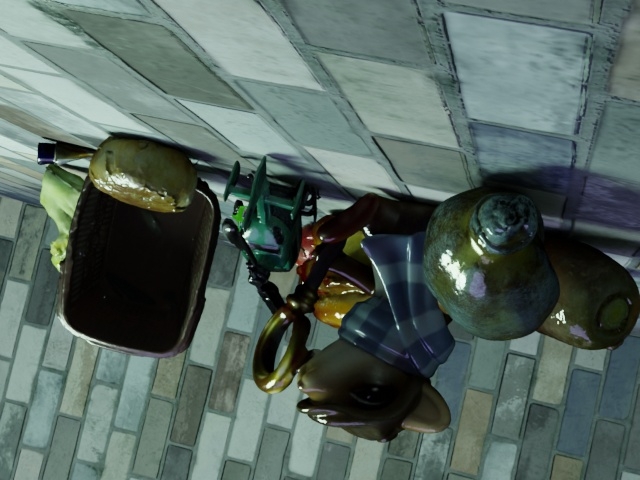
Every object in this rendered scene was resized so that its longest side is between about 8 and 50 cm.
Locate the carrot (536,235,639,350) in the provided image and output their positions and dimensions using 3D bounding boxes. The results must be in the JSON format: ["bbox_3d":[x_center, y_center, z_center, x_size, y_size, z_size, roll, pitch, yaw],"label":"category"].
[{"bbox_3d":[0.288,0.052,1.413,0.139,0.138,0.302,17,-176,-40],"label":"carrot"}]

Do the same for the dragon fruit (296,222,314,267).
[{"bbox_3d":[0.000,0.000,1.965,0.094,0.094,0.190,14,151,-9],"label":"dragon fruit"}]

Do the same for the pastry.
[{"bbox_3d":[-0.236,-0.087,1.421,0.153,0.081,0.153,12,174,1],"label":"pastry"}]

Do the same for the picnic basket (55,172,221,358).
[{"bbox_3d":[-0.269,0.017,1.609,0.223,0.296,0.129,14,-160,-4],"label":"picnic basket"}]

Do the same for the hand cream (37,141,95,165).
[{"bbox_3d":[-0.355,-0.124,1.644,0.163,0.039,0.062,8,175,-17],"label":"hand cream"}]

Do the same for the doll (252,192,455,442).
[{"bbox_3d":[0.071,0.095,1.401,0.209,0.339,0.318,8,-170,-40],"label":"doll"}]

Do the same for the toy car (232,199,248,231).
[{"bbox_3d":[-0.099,-0.034,1.821,0.071,0.062,0.165,14,175,-25],"label":"toy car"}]

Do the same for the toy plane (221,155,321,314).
[{"bbox_3d":[-0.069,-0.018,1.428,0.106,0.155,0.381,13,159,5],"label":"toy plane"}]

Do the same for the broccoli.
[{"bbox_3d":[-0.429,-0.036,1.962,0.246,0.288,0.248,27,-146,2],"label":"broccoli"}]

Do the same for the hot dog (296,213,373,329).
[{"bbox_3d":[0.082,0.061,1.732,0.223,0.185,0.405,11,175,11],"label":"hot dog"}]

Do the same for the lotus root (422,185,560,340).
[{"bbox_3d":[0.173,0.020,1.118,0.140,0.158,0.322,-14,164,11],"label":"lotus root"}]
